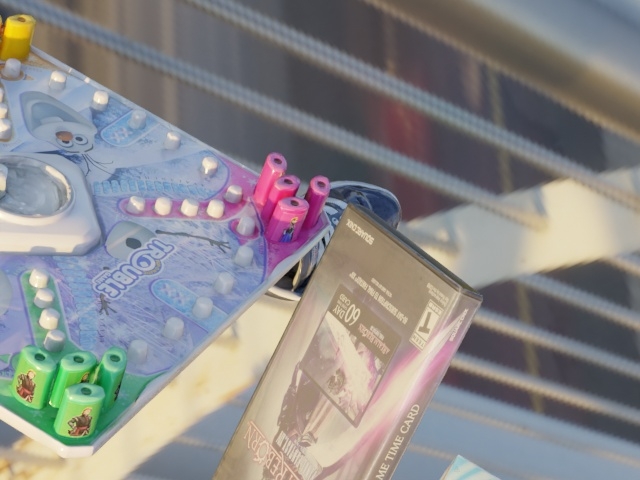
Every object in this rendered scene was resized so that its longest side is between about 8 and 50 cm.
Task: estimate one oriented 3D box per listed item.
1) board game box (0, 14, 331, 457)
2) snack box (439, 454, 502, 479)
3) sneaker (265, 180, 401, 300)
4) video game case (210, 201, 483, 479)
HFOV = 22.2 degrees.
[{"bbox_3d":[-0.233,-0.041,1.275,0.390,0.050,0.390,30,36,13],"label":"board game box"},{"bbox_3d":[0.156,0.416,1.790,0.187,0.060,0.322,31,59,3],"label":"snack box"},{"bbox_3d":[0.000,0.000,1.808,0.282,0.153,0.099,-9,105,-31],"label":"sneaker"},{"bbox_3d":[0.006,0.125,1.185,0.026,0.274,0.196,23,9,-28],"label":"video game case"}]
